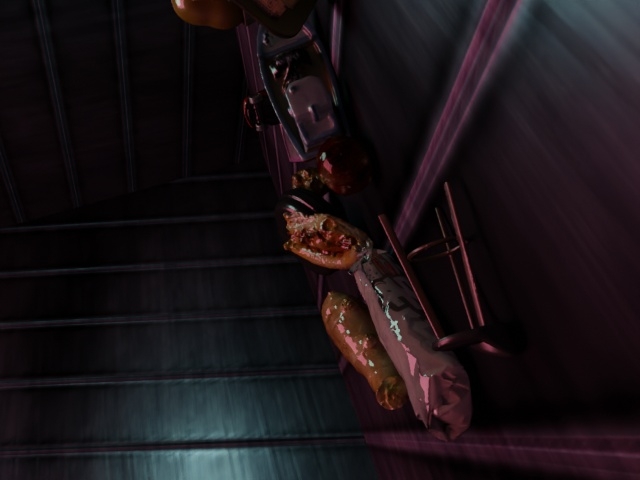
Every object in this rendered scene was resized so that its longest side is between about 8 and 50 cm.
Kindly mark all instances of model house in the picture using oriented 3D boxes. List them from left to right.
[{"bbox_3d":[-0.035,-0.501,0.822,0.278,0.218,0.205,-26,36,52],"label":"model house"}]

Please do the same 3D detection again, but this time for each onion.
[{"bbox_3d":[0.047,-0.149,1.011,0.117,0.118,0.119,37,157,23],"label":"onion"}]

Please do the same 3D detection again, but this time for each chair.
[{"bbox_3d":[0.155,0.050,0.654,0.104,0.095,0.222,57,-167,-72],"label":"chair"}]

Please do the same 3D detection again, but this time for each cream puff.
[{"bbox_3d":[-0.026,-0.164,1.557,0.116,0.122,0.094,4,-107,-55],"label":"cream puff"}]

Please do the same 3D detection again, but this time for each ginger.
[{"bbox_3d":[0.109,0.295,1.331,0.376,0.165,0.236,-106,13,-44],"label":"ginger"}]

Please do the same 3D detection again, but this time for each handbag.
[{"bbox_3d":[-0.031,-0.021,1.549,0.253,0.093,0.308,33,153,25],"label":"handbag"}]

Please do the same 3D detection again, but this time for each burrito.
[{"bbox_3d":[0.140,0.134,0.943,0.446,0.101,0.139,-114,6,-48],"label":"burrito"}]

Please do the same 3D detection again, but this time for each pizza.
[{"bbox_3d":[0.000,0.000,1.323,0.365,0.074,0.182,10,148,51],"label":"pizza"}]

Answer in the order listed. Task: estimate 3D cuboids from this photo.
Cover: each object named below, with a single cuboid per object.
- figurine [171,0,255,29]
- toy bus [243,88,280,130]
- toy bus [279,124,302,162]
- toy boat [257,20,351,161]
[{"bbox_3d":[-0.217,-0.601,1.270,0.342,0.284,0.167,171,81,-85],"label":"figurine"},{"bbox_3d":[-0.085,-0.326,1.238,0.089,0.195,0.081,-111,7,-55],"label":"toy bus"},{"bbox_3d":[-0.062,-0.347,1.389,0.090,0.112,0.274,-103,-1,-67],"label":"toy bus"},{"bbox_3d":[-0.044,-0.334,1.083,0.133,0.145,0.332,59,-170,-79],"label":"toy boat"}]
